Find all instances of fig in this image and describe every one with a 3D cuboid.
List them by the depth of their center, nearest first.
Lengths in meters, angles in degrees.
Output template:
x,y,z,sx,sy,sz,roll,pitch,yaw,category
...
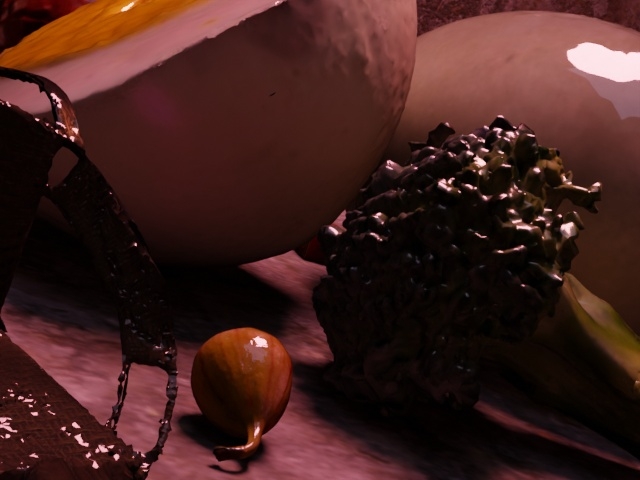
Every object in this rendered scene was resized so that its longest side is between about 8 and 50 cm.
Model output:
x,y,z,sx,sy,sz,roll,pitch,yaw,category
-0.038,0.077,0.646,0.050,0.050,0.083,17,30,-11,fig

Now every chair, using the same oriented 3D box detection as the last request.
x,y,z,sx,sy,sz,roll,pitch,yaw,category
-0.149,0.008,0.537,0.213,0.149,0.174,31,14,33,chair

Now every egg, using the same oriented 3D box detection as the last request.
x,y,z,sx,sy,sz,roll,pitch,yaw,category
-0.065,-0.082,0.929,0.337,0.201,0.337,-24,21,9,egg
0.167,-0.036,1.001,0.352,0.258,0.258,29,14,38,egg

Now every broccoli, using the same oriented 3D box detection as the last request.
x,y,z,sx,sy,sz,roll,pitch,yaw,category
0.110,0.067,0.823,0.198,0.177,0.275,-18,-53,45,broccoli

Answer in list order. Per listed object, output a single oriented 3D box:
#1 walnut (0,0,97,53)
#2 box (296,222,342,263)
x,y,z,sx,sy,sz,roll,pitch,yaw,category
-0.148,-0.148,1.181,0.244,0.222,0.269,12,24,11,walnut
0.000,0.000,1.171,0.051,0.023,0.082,14,11,-21,box
